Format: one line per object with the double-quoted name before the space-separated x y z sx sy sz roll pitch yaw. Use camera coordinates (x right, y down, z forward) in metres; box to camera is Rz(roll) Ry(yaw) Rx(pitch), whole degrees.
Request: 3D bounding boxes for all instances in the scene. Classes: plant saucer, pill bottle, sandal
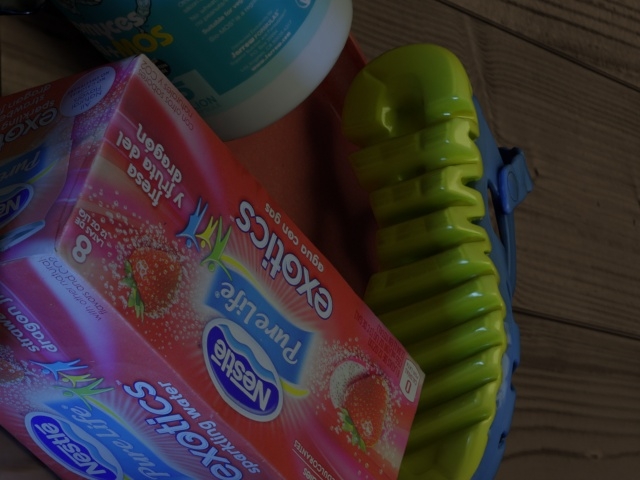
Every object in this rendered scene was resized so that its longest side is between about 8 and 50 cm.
"plant saucer" 0.000 0.000 1.293 0.259 0.048 0.258 59 39 -26
"pill bottle" -0.107 -0.190 1.119 0.264 0.146 0.146 47 45 -35
"sandal" 0.094 0.029 1.275 0.138 0.126 0.317 29 58 -52

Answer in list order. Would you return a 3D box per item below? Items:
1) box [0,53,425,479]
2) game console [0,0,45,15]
"box" -0.090 0.056 1.060 0.300 0.154 0.142 50 44 -35
"game console" -0.205 -0.066 0.922 0.044 0.213 0.361 8 91 -35
